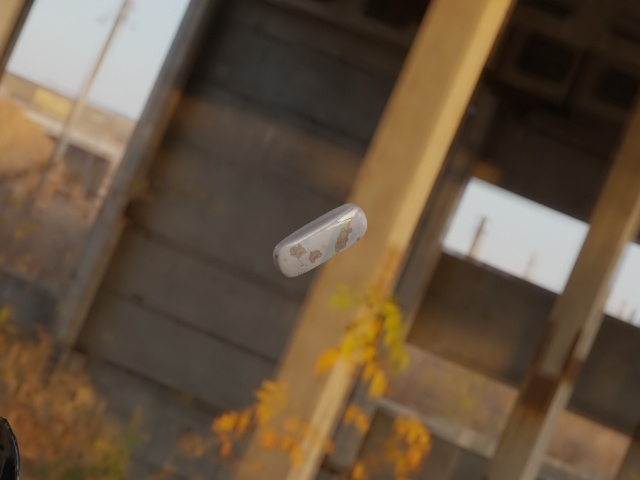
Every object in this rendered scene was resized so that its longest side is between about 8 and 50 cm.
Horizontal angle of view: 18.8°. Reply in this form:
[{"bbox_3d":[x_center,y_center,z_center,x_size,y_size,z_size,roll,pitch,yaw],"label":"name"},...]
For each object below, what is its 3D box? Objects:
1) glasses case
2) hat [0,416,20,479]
[{"bbox_3d":[0.000,0.000,1.522,0.021,0.083,0.032,38,-29,50],"label":"glasses case"},{"bbox_3d":[-0.281,0.203,1.610,0.121,0.121,0.050,21,-12,39],"label":"hat"}]
